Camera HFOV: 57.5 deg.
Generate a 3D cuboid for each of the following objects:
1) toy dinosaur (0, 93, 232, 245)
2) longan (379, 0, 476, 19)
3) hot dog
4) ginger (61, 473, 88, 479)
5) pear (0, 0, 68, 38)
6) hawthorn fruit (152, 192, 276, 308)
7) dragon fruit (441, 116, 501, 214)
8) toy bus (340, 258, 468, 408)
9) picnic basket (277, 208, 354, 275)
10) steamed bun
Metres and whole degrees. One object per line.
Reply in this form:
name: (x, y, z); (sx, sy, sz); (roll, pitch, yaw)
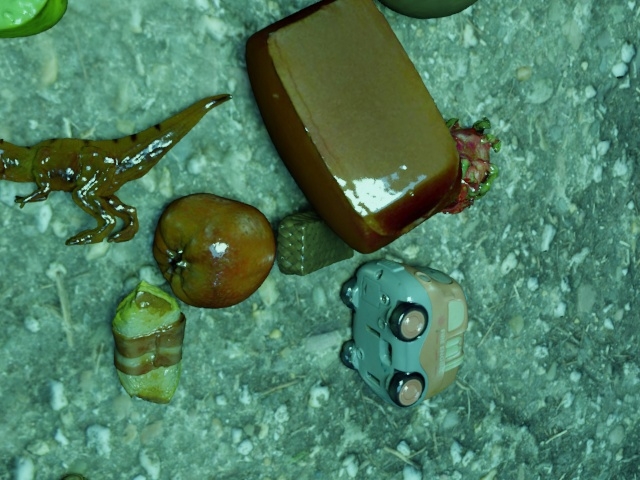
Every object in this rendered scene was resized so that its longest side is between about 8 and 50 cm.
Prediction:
toy dinosaur: (-0.335, -0.094, 0.921); (0.433, 0.097, 0.208); (-14, 99, -20)
longan: (0.165, -0.476, 0.905); (0.258, 0.258, 0.257); (-5, 106, -18)
hot dog: (-0.298, 0.167, 1.006); (0.123, 0.093, 0.261); (-4, 121, -27)
ginger: (-0.488, 0.503, 1.035); (0.204, 0.080, 0.104); (-41, 108, -3)
pear: (-0.452, -0.402, 0.721); (0.342, 0.238, 0.318); (-40, 129, 7)
hawthorn fruit: (-0.158, 0.013, 0.982); (0.226, 0.197, 0.196); (-15, 112, -45)
dragon fruit: (0.250, -0.146, 1.080); (0.160, 0.166, 0.172); (19, 62, 14)
toy bus: (0.181, 0.172, 1.128); (0.232, 0.194, 0.287); (-7, 106, -26)
picnic basket: (0.000, 0.000, 1.029); (0.193, 0.055, 0.110); (-16, 112, -53)
steamed bun: (0.045, -0.180, 0.939); (0.235, 0.248, 0.379); (-31, 94, -8)
